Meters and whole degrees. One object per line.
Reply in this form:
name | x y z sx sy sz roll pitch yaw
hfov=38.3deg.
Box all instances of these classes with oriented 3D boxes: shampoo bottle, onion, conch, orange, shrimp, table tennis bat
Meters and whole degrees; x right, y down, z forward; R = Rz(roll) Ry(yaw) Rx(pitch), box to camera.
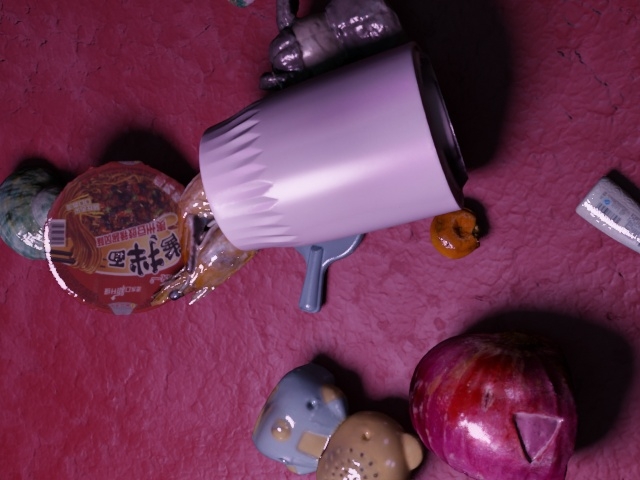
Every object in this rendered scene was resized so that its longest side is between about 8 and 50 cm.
shampoo bottle | 0.470 -0.011 1.352 0.190 0.041 0.069 41 101 14
onion | 0.244 0.247 1.353 0.230 0.256 0.272 11 75 5
conch | -0.512 -0.053 1.683 0.188 0.122 0.176 10 73 16
orange | 0.208 -0.011 1.440 0.086 0.062 0.086 5 69 -12
shrimp | -0.190 -0.015 1.562 0.317 0.077 0.168 -43 81 4
table tennis bat | 0.000 0.000 1.535 0.153 0.040 0.244 11 95 25

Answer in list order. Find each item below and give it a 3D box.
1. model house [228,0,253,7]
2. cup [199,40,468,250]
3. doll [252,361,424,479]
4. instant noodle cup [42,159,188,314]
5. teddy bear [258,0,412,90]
model house | -0.150 -0.446 1.527 0.087 0.100 0.101 -27 84 20
cup | 0.026 -0.128 1.386 0.371 0.253 0.253 -15 88 16
doll | 0.029 0.329 1.480 0.260 0.161 0.177 32 102 18
instant noodle cup | -0.343 -0.010 1.606 0.274 0.091 0.274 -4 104 -15
teddy bear | 0.014 -0.331 1.455 0.251 0.144 0.171 -15 85 12
